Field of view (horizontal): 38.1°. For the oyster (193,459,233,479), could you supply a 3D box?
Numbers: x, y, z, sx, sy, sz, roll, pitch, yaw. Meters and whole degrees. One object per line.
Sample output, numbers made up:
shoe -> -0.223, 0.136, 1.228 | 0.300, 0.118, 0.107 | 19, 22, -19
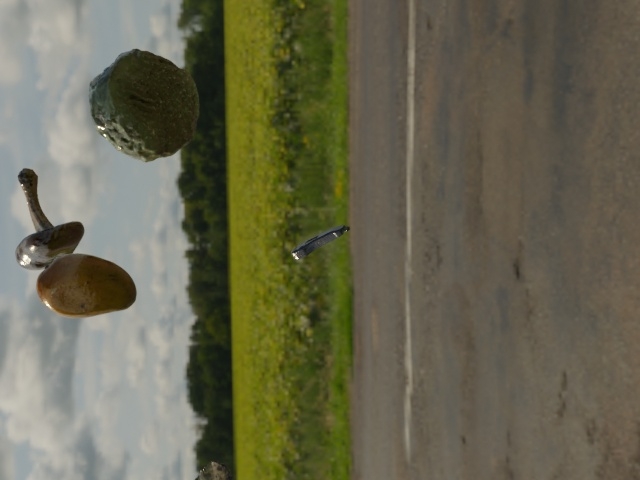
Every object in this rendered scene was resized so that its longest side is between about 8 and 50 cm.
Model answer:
oyster -> -0.226, 0.507, 1.806 | 0.177, 0.056, 0.105 | -51, 42, 17

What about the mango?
mango -> -0.405, 0.077, 1.601 | 0.089, 0.165, 0.115 | -103, 5, -73

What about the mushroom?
mushroom -> -0.636, -0.053, 2.101 | 0.227, 0.148, 0.217 | -33, 78, 48

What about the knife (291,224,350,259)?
knife -> 0.000, 0.000, 1.514 | 0.018, 0.121, 0.031 | 53, -142, -12

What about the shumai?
shumai -> -0.397, -0.263, 1.893 | 0.260, 0.222, 0.225 | -37, -67, -57
